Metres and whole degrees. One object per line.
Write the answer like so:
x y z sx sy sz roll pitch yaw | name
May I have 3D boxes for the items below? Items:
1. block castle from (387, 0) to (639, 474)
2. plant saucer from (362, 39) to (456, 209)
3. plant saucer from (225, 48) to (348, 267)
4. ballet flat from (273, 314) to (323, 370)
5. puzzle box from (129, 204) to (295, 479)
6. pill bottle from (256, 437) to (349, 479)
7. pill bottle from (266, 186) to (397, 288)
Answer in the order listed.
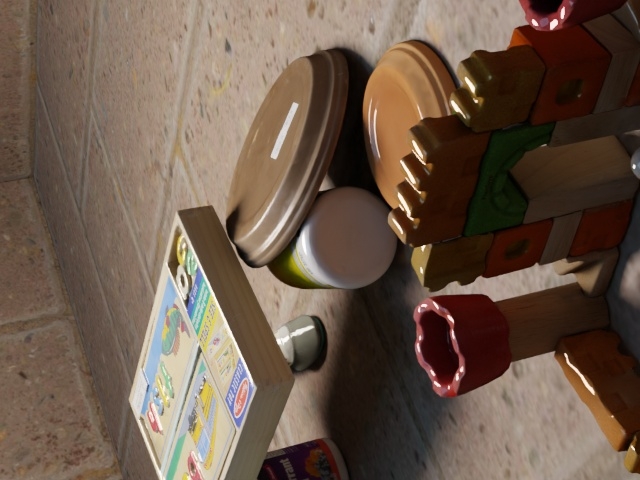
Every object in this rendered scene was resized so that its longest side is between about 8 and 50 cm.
0.196 0.016 0.856 0.453 0.213 0.303 99 152 -44 | block castle
0.092 -0.107 1.315 0.200 0.037 0.200 168 90 -70 | plant saucer
-0.047 -0.103 1.492 0.278 0.041 0.278 -54 24 37 | plant saucer
-0.055 0.160 1.805 0.213 0.068 0.072 136 120 -66 | ballet flat
-0.149 0.191 1.582 0.272 0.052 0.409 61 148 33 | puzzle box
-0.065 0.348 1.751 0.108 0.193 0.108 168 90 -70 | pill bottle
0.000 0.000 1.500 0.215 0.117 0.117 173 85 -69 | pill bottle
